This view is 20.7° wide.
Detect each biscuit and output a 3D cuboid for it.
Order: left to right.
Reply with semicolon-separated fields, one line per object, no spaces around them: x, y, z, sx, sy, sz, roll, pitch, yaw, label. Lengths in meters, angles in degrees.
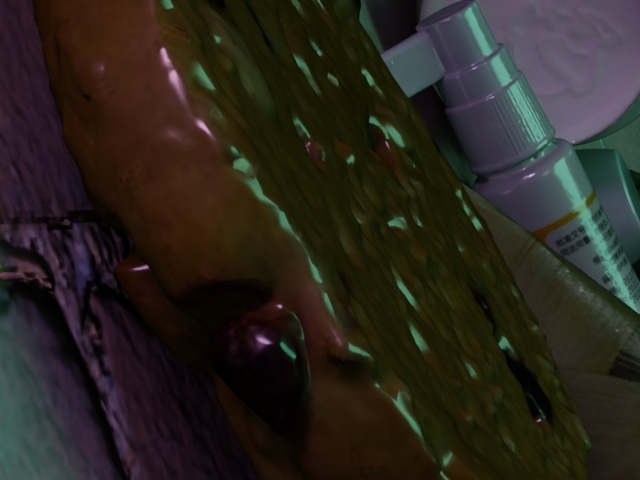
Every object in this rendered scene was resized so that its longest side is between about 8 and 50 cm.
-0.001;0.001;0.574;0.296;0.075;0.296;52;16;-22;biscuit

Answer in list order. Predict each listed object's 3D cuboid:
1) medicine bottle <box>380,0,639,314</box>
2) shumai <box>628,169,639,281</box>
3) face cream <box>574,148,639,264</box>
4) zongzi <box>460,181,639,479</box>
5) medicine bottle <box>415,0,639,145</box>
0.104;-0.020;0.957;0.220;0.092;0.061;62;-16;-14;medicine bottle
0.270;0.065;1.251;0.189;0.256;0.218;178;-77;-81;shumai
0.146;-0.010;1.062;0.091;0.095;0.091;-20;90;-75;face cream
0.106;0.122;0.754;0.317;0.154;0.289;50;20;1;zongzi
0.150;-0.148;1.107;0.293;0.170;0.170;-49;117;-74;medicine bottle
